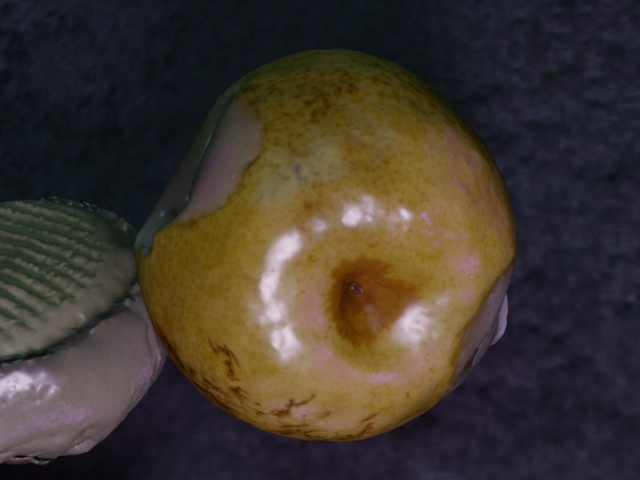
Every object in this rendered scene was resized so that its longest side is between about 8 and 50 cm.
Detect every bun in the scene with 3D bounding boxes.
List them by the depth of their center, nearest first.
[{"bbox_3d":[-0.241,0.083,1.288,0.287,0.146,0.287,-8,30,5],"label":"bun"}]

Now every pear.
[{"bbox_3d":[0.000,0.000,1.197,0.271,0.271,0.271,-12,42,11],"label":"pear"}]
